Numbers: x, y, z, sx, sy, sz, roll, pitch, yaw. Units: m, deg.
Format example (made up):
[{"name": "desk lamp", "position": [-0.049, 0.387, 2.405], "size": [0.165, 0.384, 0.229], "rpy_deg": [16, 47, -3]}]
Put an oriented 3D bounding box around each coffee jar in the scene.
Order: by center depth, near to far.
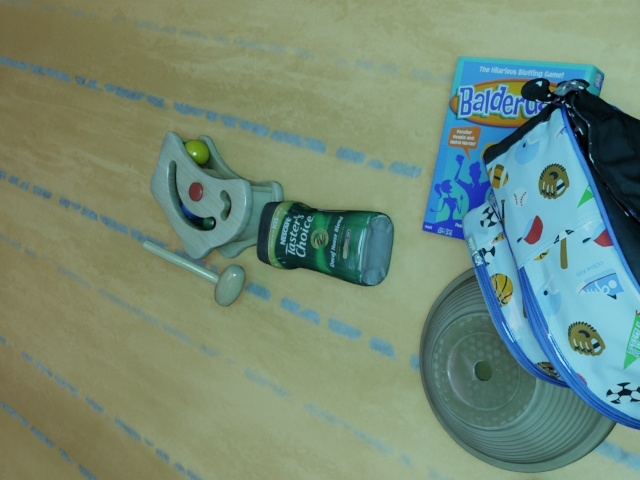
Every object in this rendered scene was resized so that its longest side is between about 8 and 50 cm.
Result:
[{"name": "coffee jar", "position": [0.000, 0.000, 0.949], "size": [0.184, 0.079, 0.096], "rpy_deg": [9, 93, 37]}]

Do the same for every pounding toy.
[{"name": "pounding toy", "position": [-0.165, -0.053, 1.026], "size": [0.154, 0.155, 0.269], "rpy_deg": [-50, 61, 28]}]

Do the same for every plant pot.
[{"name": "plant pot", "position": [0.198, 0.137, 0.778], "size": [0.237, 0.110, 0.237], "rpy_deg": [-2, 87, 36]}]

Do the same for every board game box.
[{"name": "board game box", "position": [0.214, -0.096, 0.816], "size": [0.160, 0.047, 0.210], "rpy_deg": [14, 95, 36]}]

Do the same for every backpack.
[{"name": "backpack", "position": [0.264, 0.027, 0.619], "size": [0.213, 0.277, 0.263], "rpy_deg": [-52, 38, 42]}]
